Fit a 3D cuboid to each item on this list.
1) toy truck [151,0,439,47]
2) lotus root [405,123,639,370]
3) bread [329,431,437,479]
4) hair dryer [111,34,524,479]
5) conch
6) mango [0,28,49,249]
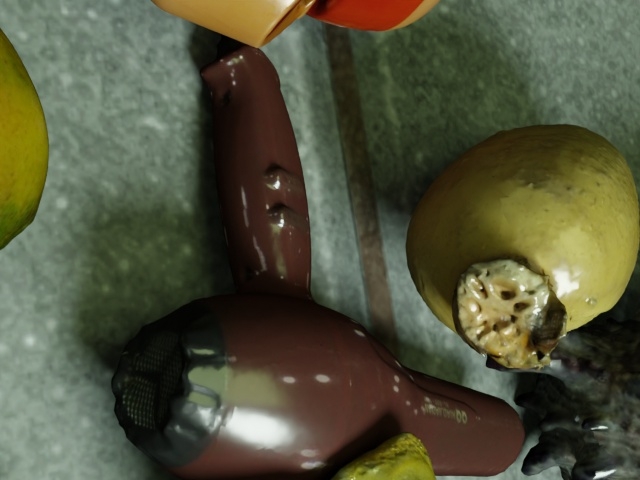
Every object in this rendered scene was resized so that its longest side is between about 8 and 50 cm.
[{"bbox_3d":[-0.015,-0.245,0.744,0.239,0.189,0.265,-5,73,-26],"label":"toy truck"},{"bbox_3d":[0.140,-0.010,0.808,0.131,0.146,0.303,58,24,-4],"label":"lotus root"},{"bbox_3d":[0.017,0.232,0.700,0.160,0.088,0.233,-34,132,-39],"label":"bread"},{"bbox_3d":[0.000,0.000,0.789,0.312,0.123,0.341,11,65,-45],"label":"hair dryer"},{"bbox_3d":[0.281,0.084,0.873,0.241,0.313,0.186,-104,171,-51],"label":"conch"},{"bbox_3d":[-0.250,-0.080,0.582,0.254,0.139,0.176,9,89,-42],"label":"mango"}]
